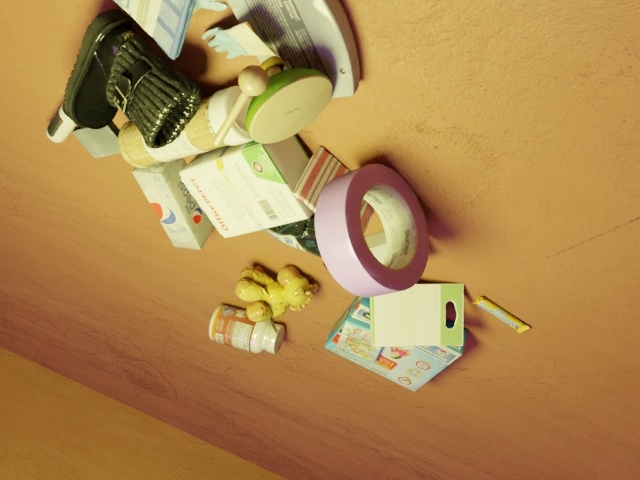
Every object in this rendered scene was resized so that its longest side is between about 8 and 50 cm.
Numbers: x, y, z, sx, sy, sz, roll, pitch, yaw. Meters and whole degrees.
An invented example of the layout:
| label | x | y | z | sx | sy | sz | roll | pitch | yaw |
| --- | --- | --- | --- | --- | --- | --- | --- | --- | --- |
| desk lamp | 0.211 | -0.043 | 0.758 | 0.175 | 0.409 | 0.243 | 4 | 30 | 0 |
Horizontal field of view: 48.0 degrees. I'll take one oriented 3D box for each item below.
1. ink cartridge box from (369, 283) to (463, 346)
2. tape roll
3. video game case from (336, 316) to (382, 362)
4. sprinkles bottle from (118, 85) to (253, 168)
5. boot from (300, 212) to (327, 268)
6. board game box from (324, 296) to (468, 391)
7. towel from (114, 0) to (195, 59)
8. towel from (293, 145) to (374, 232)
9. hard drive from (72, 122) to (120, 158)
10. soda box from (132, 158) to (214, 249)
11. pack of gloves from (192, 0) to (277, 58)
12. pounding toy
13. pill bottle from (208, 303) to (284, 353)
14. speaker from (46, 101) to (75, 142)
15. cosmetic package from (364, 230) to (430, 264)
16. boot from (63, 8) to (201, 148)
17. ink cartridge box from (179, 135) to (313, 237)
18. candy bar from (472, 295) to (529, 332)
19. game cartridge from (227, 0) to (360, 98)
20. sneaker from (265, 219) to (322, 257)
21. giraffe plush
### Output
| label | x | y | z | sx | sy | sz | roll | pitch | yaw |
| --- | --- | --- | --- | --- | --- | --- | --- | --- | --- |
| ink cartridge box | 0.243 | 0.185 | 1.837 | 0.235 | 0.056 | 0.171 | -1 | 102 | 2 |
| tape roll | 0.114 | -0.020 | 1.532 | 0.090 | 0.274 | 0.275 | -18 | 127 | 42 |
| video game case | 0.114 | 0.276 | 1.985 | 0.119 | 0.015 | 0.166 | 21 | 144 | 5 |
| sprinkles bottle | -0.298 | -0.247 | 1.607 | 0.356 | 0.121 | 0.121 | -8 | 134 | 36 |
| boot | 0.000 | 0.000 | 1.767 | 0.099 | 0.121 | 0.045 | 20 | 180 | -11 |
| board game box | 0.205 | 0.277 | 2.022 | 0.308 | 0.086 | 0.302 | 27 | 145 | -4 |
| towel | -0.331 | -0.491 | 1.305 | 0.285 | 0.034 | 0.209 | 47 | 145 | 8 |
| towel | 0.035 | -0.096 | 1.593 | 0.197 | 0.144 | 0.029 | 40 | 147 | -21 |
| hard drive | -0.553 | -0.257 | 1.825 | 0.135 | 0.022 | 0.094 | -6 | 135 | 34 |
| soda box | -0.373 | -0.104 | 1.855 | 0.091 | 0.098 | 0.286 | 7 | 142 | 22 |
| pack of gloves | -0.193 | -0.424 | 1.351 | 0.195 | 0.046 | 0.232 | 39 | 168 | -32 |
| pounding toy | -0.099 | -0.279 | 1.344 | 0.110 | 0.237 | 0.183 | 56 | 130 | 18 |
| pill bottle | -0.228 | 0.281 | 2.245 | 0.216 | 0.121 | 0.121 | 14 | 143 | 13 |
| speaker | -0.639 | -0.297 | 1.795 | 0.055 | 0.055 | 0.136 | 38 | 142 | -19 |
| cosmetic package | 0.145 | 0.036 | 1.771 | 0.239 | 0.060 | 0.099 | -19 | 127 | 44 |
| boot | -0.409 | -0.289 | 1.543 | 0.260 | 0.131 | 0.348 | 46 | 143 | 4 |
| ink cartridge box | -0.155 | -0.134 | 1.651 | 0.278 | 0.117 | 0.201 | -12 | 121 | 40 |
| candy bar | 0.456 | 0.187 | 1.824 | 0.161 | 0.018 | 0.040 | 32 | 143 | -13 |
| game cartridge | -0.043 | -0.390 | 1.341 | 0.196 | 0.060 | 0.294 | 3 | 140 | 32 |
| sneaker | -0.057 | -0.021 | 1.817 | 0.211 | 0.080 | 0.081 | 29 | 169 | -9 |
| giraffe plush | -0.106 | 0.143 | 1.984 | 0.171 | 0.181 | 0.210 | -27 | 112 | 22 |
